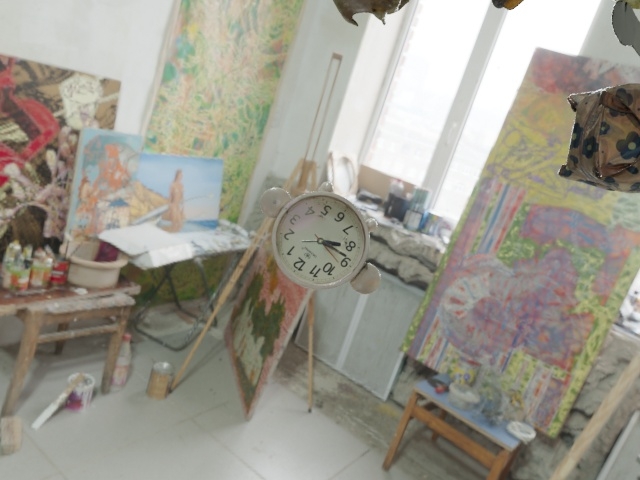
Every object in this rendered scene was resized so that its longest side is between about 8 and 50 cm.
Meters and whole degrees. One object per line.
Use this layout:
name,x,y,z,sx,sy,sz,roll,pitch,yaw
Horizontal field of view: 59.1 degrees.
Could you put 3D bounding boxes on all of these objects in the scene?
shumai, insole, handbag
shumai,0.134,-0.727,1.507,0.267,0.314,0.262,44,46,-5
insole,0.487,-0.328,0.885,0.004,0.064,0.188,10,4,44
handbag,0.678,-0.239,1.311,0.193,0.252,0.190,1,6,-19

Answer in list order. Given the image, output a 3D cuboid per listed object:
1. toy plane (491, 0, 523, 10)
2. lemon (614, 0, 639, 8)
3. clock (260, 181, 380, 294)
toy plane,0.357,-0.519,0.890,0.204,0.316,0.103,-21,-42,41
lemon,0.887,-0.847,1.525,0.363,0.365,0.364,17,16,-5
clock,0.000,0.000,0.887,0.229,0.156,0.063,39,-8,-1
